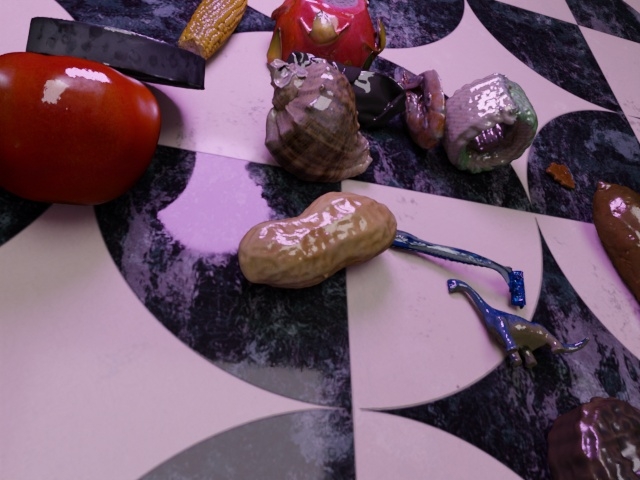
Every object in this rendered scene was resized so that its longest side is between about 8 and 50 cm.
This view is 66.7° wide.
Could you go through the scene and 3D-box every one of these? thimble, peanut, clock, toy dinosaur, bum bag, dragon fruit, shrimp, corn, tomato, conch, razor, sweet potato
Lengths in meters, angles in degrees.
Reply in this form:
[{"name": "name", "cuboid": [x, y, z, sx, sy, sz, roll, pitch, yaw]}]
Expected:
[{"name": "thimble", "cuboid": [0.391, -0.274, 1.151, 0.219, 0.219, 0.150, 0, 59, -19]}, {"name": "peanut", "cuboid": [0.000, 0.000, 0.883, 0.313, 0.149, 0.149, -23, 68, -24]}, {"name": "clock", "cuboid": [-0.369, -0.339, 0.904, 0.313, 0.061, 0.312, 10, 11, -2]}, {"name": "toy dinosaur", "cuboid": [0.388, 0.154, 0.963, 0.248, 0.075, 0.188, 1, 47, -13]}, {"name": "bum bag", "cuboid": [0.053, -0.340, 1.141, 0.327, 0.142, 0.079, 8, 24, -19]}, {"name": "dragon fruit", "cuboid": [0.020, -0.518, 1.200, 0.291, 0.189, 0.290, 9, 56, -14]}, {"name": "shrimp", "cuboid": [0.242, -0.359, 1.192, 0.062, 0.164, 0.316, 3, 50, -18]}, {"name": "corn", "cuboid": [-0.248, -0.543, 1.179, 0.102, 0.101, 0.310, 19, 52, -7]}, {"name": "tomato", "cuboid": [-0.413, -0.171, 0.788, 0.299, 0.299, 0.226, 7, 93, -15]}, {"name": "conch", "cuboid": [-0.001, -0.248, 0.994, 0.291, 0.159, 0.210, 40, 67, -8]}, {"name": "razor", "cuboid": [0.282, 0.037, 1.004, 0.324, 0.056, 0.093, 22, 48, -3]}, {"name": "sweet potato", "cuboid": [0.741, 0.047, 1.126, 0.131, 0.130, 0.422, 0, 68, -19]}]

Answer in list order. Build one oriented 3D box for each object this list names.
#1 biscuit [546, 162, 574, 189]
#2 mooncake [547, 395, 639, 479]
[{"name": "biscuit", "cuboid": [0.644, -0.171, 1.297, 0.082, 0.016, 0.092, -16, 65, -33]}, {"name": "mooncake", "cuboid": [0.502, 0.380, 0.812, 0.229, 0.124, 0.228, 10, 54, -13]}]
